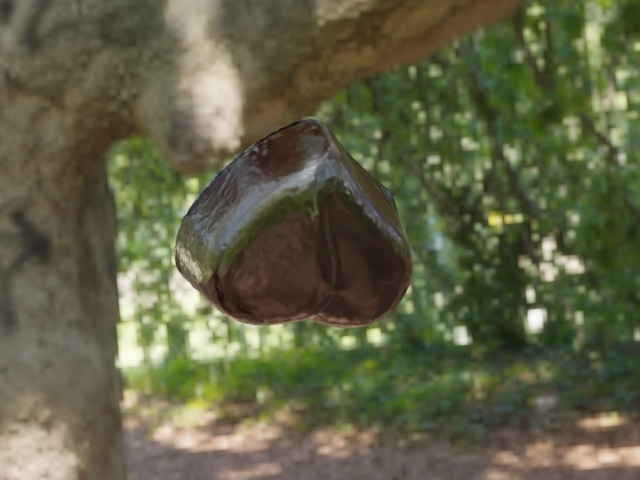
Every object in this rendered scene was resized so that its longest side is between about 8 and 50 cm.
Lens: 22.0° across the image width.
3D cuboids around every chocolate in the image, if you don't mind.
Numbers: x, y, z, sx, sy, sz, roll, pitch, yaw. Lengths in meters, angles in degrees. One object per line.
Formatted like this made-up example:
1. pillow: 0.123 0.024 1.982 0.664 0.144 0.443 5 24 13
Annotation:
1. chocolate: 0.000 0.000 0.966 0.149 0.125 0.080 7 26 -23
